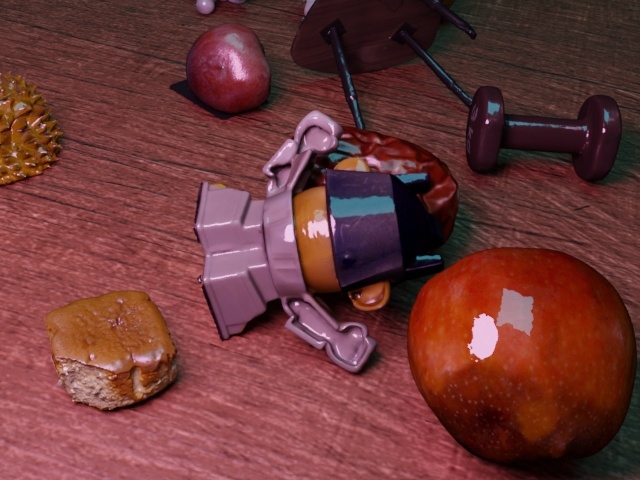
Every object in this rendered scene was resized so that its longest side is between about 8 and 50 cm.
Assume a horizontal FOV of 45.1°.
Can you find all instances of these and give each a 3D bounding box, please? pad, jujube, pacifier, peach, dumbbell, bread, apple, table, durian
[{"bbox_3d":[-0.184,-0.263,1.382,0.157,0.003,0.112,34,46,31],"label":"pad"},{"bbox_3d":[0.057,-0.063,1.033,0.250,0.174,0.174,13,38,-1],"label":"jujube"},{"bbox_3d":[-0.226,-0.534,1.663,0.150,0.127,0.116,15,73,38],"label":"pacifier"},{"bbox_3d":[-0.159,-0.288,1.321,0.152,0.152,0.152,4,38,-3],"label":"peach"},{"bbox_3d":[0.349,-0.169,1.223,0.225,0.140,0.124,3,28,-1],"label":"dumbbell"},{"bbox_3d":[-0.230,0.119,0.842,0.128,0.069,0.140,-17,43,-25],"label":"bread"},{"bbox_3d":[0.198,0.123,0.783,0.230,0.230,0.230,4,38,-3],"label":"apple"},{"bbox_3d":[0.153,-0.330,1.315,0.317,0.317,0.249,-14,57,-23],"label":"table"},{"bbox_3d":[-0.471,-0.159,1.151,0.132,0.165,0.182,-18,-5,36],"label":"durian"}]

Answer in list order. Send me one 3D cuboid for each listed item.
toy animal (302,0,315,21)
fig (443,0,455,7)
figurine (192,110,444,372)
[{"bbox_3d":[0.085,-0.555,1.603,0.289,0.249,0.174,7,3,30],"label":"toy animal"},{"bbox_3d":[0.211,-0.525,1.690,0.160,0.230,0.143,22,-2,-7],"label":"fig"},{"bbox_3d":[0.000,0.003,0.892,0.309,0.308,0.143,10,12,6],"label":"figurine"}]
